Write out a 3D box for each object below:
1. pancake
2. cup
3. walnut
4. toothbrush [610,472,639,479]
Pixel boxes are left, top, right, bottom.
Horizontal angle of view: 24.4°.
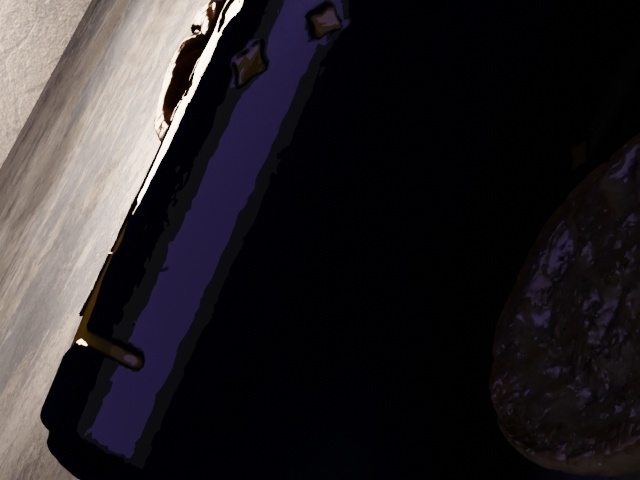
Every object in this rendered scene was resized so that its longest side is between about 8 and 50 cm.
[{"bbox_3d":[0.107,0.014,0.484,0.139,0.022,0.139,-43,28,30],"label":"pancake"},{"bbox_3d":[0.018,0.008,0.642,0.256,0.178,0.255,-65,-16,-4],"label":"cup"},{"bbox_3d":[-0.043,-0.122,1.070,0.167,0.087,0.211,-51,21,10],"label":"walnut"},{"bbox_3d":[0.086,0.126,0.449,0.029,0.024,0.354,-15,47,55],"label":"toothbrush"}]
